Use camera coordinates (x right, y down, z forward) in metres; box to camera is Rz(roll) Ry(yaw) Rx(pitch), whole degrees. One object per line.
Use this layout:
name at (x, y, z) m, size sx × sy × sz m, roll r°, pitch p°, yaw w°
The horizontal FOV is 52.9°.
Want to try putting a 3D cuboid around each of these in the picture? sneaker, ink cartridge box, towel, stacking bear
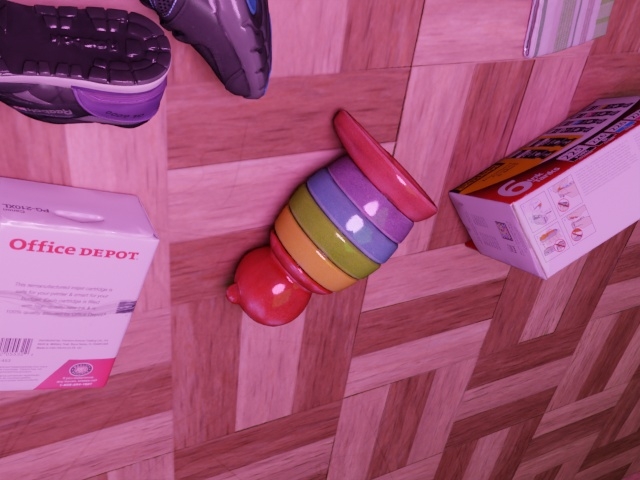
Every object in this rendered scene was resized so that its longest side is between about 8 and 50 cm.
sneaker at (-0.289, -0.154, 0.596) m, size 0.283 × 0.107 × 0.124 m, roll 8°, pitch 154°, yaw -18°
ink cartridge box at (-0.313, 0.057, 0.751) m, size 0.172 × 0.100 × 0.237 m, roll 7°, pitch 121°, yaw -36°
towel at (0.360, -0.330, 0.923) m, size 0.152 × 0.023 × 0.113 m, roll -20°, pitch 135°, yaw -20°
sneaker at (-0.145, -0.269, 0.609) m, size 0.139 × 0.125 × 0.341 m, roll -12°, pitch 141°, yaw 14°
ink cartridge box at (0.378, -0.095, 1.008) m, size 0.309 × 0.272 × 0.130 m, roll -31°, pitch 104°, yaw -7°
stacking bear at (0.000, 0.000, 0.871) m, size 0.289 × 0.164 × 0.175 m, roll -43°, pitch 135°, yaw 12°
